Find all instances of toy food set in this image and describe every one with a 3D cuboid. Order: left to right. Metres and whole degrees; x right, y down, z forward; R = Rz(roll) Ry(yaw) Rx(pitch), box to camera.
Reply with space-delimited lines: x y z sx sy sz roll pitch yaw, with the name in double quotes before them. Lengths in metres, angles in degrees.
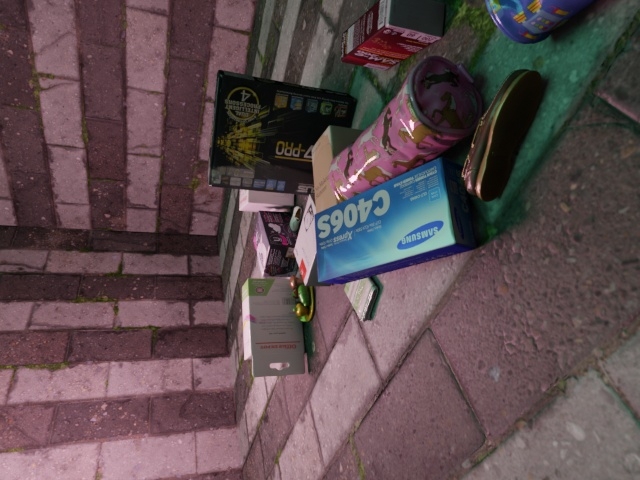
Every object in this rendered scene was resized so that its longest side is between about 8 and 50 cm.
"toy food set" -0.080 0.185 1.560 0.128 0.071 0.218 127 141 -55

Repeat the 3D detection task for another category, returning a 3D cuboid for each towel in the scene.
"towel" 0.108 0.130 1.158 0.152 0.023 0.113 -119 39 -57

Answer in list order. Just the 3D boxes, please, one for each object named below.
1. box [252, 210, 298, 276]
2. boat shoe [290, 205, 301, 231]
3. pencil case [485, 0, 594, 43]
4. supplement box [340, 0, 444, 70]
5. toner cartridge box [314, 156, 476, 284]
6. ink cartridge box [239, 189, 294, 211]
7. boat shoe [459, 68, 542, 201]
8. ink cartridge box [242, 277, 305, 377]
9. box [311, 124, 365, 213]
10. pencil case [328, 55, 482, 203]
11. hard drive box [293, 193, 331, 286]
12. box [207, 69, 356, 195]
"box" -0.180 0.012 1.741 0.247 0.142 0.163 -113 33 -49
"boat shoe" -0.092 -0.082 1.679 0.035 0.035 0.100 28 105 66
"pencil case" 0.332 -0.369 0.495 0.133 0.119 0.306 61 154 2
"supplement box" 0.150 -0.458 0.966 0.239 0.130 0.073 -165 79 -69
"toner cartridge box" 0.130 -0.023 0.881 0.348 0.075 0.165 -22 67 44
"ink cartridge box" -0.227 -0.264 1.821 0.198 0.197 0.270 164 107 -68
"boat shoe" 0.274 -0.167 0.686 0.073 0.073 0.207 -122 40 -53
"ink cartridge box" -0.177 0.326 1.604 0.119 0.207 0.353 134 135 -58
"box" 0.064 -0.133 1.158 0.148 0.121 0.311 139 130 -60
"pencil case" 0.153 -0.196 0.885 0.386 0.160 0.167 142 130 -64
"hard drive box" 0.000 0.000 1.354 0.181 0.089 0.232 -114 33 -50
"box" -0.123 -0.303 1.285 0.097 0.395 0.318 -117 37 -55
